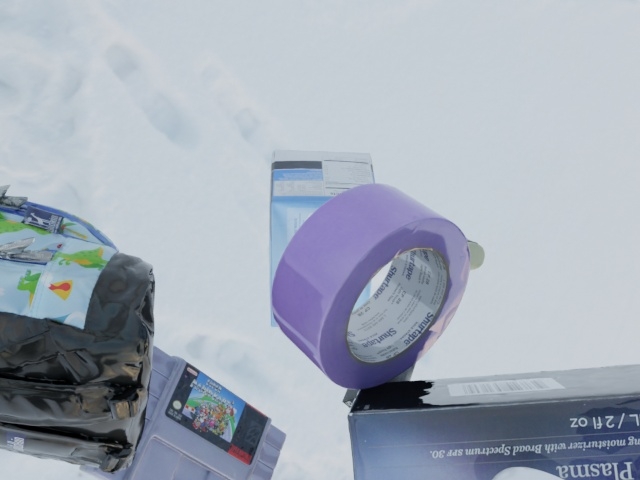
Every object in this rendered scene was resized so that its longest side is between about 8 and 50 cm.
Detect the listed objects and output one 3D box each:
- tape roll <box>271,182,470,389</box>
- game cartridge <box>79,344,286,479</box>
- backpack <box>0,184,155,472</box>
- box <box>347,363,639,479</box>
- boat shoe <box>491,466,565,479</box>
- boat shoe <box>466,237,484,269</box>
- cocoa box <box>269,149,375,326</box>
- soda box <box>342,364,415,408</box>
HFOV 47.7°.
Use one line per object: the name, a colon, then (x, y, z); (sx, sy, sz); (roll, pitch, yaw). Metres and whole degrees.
tape roll: (0.051, 0.045, 0.704); (0.189, 0.080, 0.188); (-23, 132, -29)
game cartridge: (-0.213, 0.356, 1.241); (0.355, 0.068, 0.230); (43, 57, -34)
backpack: (-0.354, 0.081, 0.732); (0.356, 0.290, 0.273); (3, 50, -14)
box: (0.190, 0.277, 0.656); (0.183, 0.297, 0.293); (18, 66, -82)
boat shoe: (0.190, 0.251, 0.468); (0.076, 0.228, 0.080); (-24, 156, -50)
boat shoe: (0.134, 0.012, 0.888); (0.133, 0.042, 0.048); (5, 102, -19)
cocoa box: (0.000, 0.000, 1.635); (0.227, 0.232, 0.346); (-93, -175, -56)
soda box: (0.091, 0.162, 0.974); (0.053, 0.060, 0.168); (45, 44, -15)
